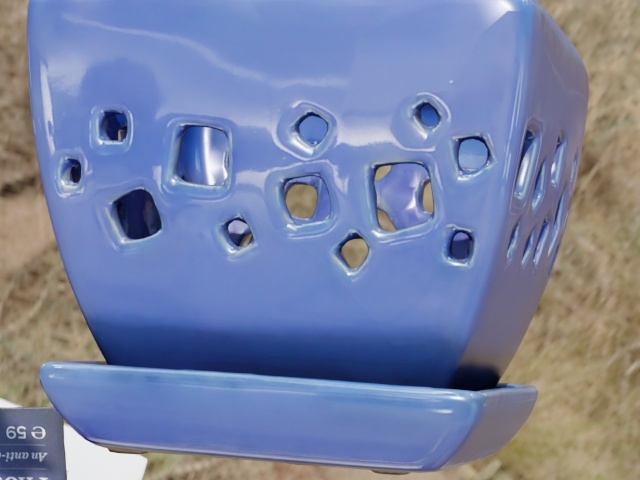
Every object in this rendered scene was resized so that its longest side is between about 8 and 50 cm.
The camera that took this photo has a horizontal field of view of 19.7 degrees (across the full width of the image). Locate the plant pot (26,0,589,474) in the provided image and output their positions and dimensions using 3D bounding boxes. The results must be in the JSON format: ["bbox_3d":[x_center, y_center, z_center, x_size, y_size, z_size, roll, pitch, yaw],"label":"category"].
[{"bbox_3d":[0.000,0.000,0.894,0.236,0.236,0.212,3,86,14],"label":"plant pot"}]

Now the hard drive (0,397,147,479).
[{"bbox_3d":[-0.307,0.210,1.435,0.307,0.040,0.203,26,84,-29],"label":"hard drive"}]

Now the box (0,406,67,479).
[{"bbox_3d":[-0.320,0.273,1.232,0.296,0.183,0.294,1,69,-22],"label":"box"}]
